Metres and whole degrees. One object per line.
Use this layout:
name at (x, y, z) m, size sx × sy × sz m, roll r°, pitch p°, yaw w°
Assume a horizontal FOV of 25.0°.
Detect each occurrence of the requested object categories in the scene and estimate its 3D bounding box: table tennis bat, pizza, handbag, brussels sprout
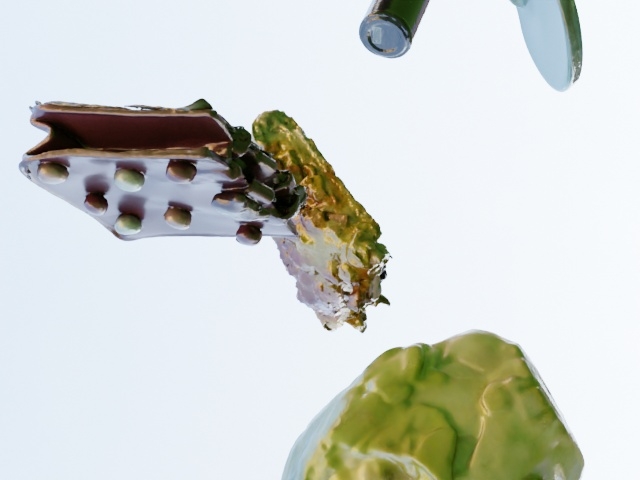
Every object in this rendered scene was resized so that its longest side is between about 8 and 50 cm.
table tennis bat at (0.212, -0.241, 1.453) m, size 0.038 × 0.149 × 0.237 m, roll -17°, pitch -148°, yaw -6°
pizza at (0.000, 0.000, 1.631) m, size 0.081 × 0.228 × 0.290 m, roll -27°, pitch -65°, yaw -23°
handbag at (-0.137, -0.054, 1.292) m, size 0.203 × 0.216 × 0.074 m, roll 42°, pitch -125°, yaw -60°
brussels sprout at (0.121, 0.266, 1.521) m, size 0.344 × 0.344 × 0.268 m, roll -1°, pitch -135°, yaw -40°

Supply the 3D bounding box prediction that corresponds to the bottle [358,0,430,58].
bottle at (0.120, -0.340, 1.923) m, size 0.082 × 0.072 × 0.244 m, roll 18°, pitch -133°, yaw 4°
